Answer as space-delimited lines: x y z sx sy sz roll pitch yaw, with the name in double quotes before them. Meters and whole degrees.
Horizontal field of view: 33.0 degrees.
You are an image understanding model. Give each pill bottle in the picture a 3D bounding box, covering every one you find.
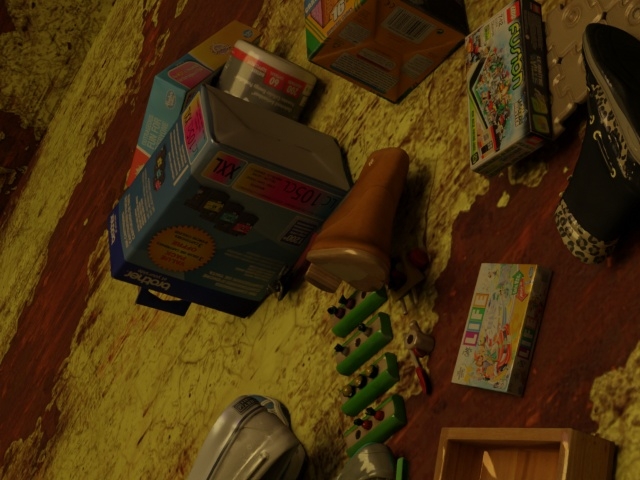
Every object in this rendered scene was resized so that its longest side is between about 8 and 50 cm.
"pill bottle" -0.135 -0.200 1.934 0.283 0.161 0.161 -64 30 10

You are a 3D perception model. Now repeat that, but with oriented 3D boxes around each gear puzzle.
"gear puzzle" 0.305 -0.207 1.332 0.339 0.044 0.175 -47 38 39

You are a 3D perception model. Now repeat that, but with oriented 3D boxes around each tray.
"tray" 0.183 0.403 1.108 0.203 0.076 0.410 -14 61 55

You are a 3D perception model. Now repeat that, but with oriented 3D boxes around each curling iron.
"curling iron" 0.000 0.000 1.700 0.274 0.035 0.068 -50 -3 25

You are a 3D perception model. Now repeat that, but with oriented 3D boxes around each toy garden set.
"toy garden set" 0.078 0.141 1.472 0.204 0.049 0.244 -45 37 36

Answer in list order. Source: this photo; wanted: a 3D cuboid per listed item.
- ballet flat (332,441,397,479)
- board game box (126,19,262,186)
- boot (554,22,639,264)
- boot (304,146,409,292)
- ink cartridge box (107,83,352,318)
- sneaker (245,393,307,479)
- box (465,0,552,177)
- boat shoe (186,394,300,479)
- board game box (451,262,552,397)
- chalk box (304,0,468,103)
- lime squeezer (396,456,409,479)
"ballet flat" 0.028 0.347 1.407 0.213 0.072 0.068 -52 44 29
"board game box" -0.231 -0.247 2.002 0.316 0.064 0.242 -52 -13 -54
"boot" 0.305 -0.109 1.180 0.178 0.085 0.236 113 158 -43
"boot" 0.066 -0.039 1.480 0.211 0.104 0.295 -62 8 -11
"ink cartridge box" -0.171 -0.033 1.773 0.395 0.270 0.151 -47 38 34
"sneaker" -0.092 0.290 1.628 0.080 0.081 0.211 -65 30 9
"box" 0.234 -0.195 1.363 0.114 0.036 0.207 -35 46 49
"boat shoe" -0.119 0.403 1.504 0.156 0.136 0.367 32 108 20
"board game box" 0.216 0.104 1.289 0.103 0.026 0.154 -1 71 59
"chalk box" 0.091 -0.394 1.663 0.179 0.180 0.288 -41 38 39
"lime squeezer" 0.114 0.349 1.126 0.110 0.059 0.310 -63 29 11
